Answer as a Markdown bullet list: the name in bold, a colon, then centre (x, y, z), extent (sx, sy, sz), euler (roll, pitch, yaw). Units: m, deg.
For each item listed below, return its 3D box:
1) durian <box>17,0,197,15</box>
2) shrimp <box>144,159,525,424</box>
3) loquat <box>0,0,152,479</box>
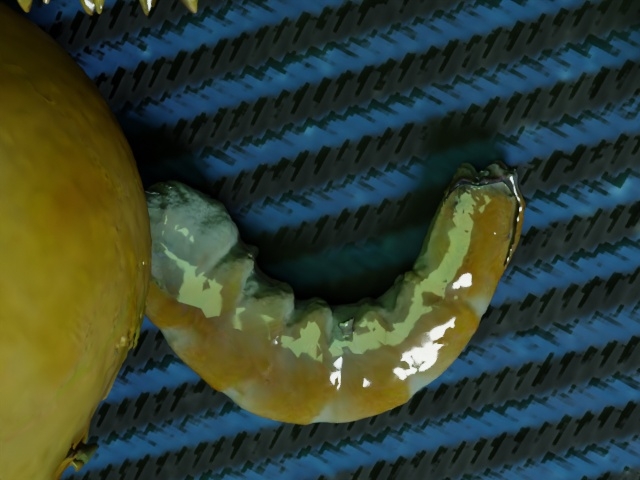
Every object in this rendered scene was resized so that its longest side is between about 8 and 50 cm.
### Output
- **durian**: centre (-0.090, -0.176, 0.720), extent (0.260, 0.186, 0.153), euler (29, 120, 18)
- **shrimp**: centre (0.000, 0.000, 0.816), extent (0.166, 0.049, 0.161), euler (-42, 96, 16)
- **loquat**: centre (-0.195, 0.014, 0.744), extent (0.263, 0.263, 0.263), euler (3, 104, 10)
